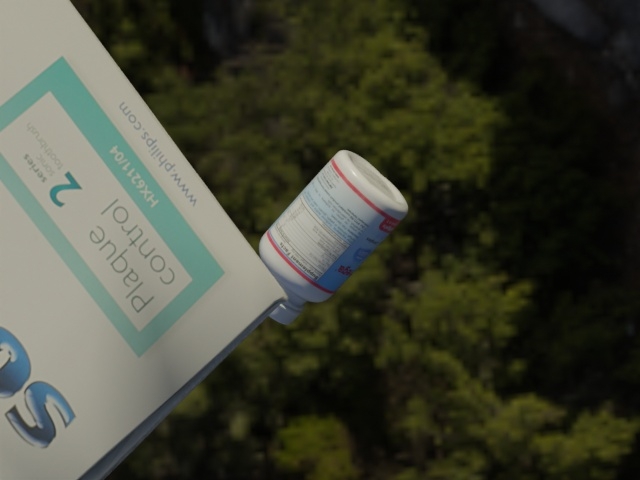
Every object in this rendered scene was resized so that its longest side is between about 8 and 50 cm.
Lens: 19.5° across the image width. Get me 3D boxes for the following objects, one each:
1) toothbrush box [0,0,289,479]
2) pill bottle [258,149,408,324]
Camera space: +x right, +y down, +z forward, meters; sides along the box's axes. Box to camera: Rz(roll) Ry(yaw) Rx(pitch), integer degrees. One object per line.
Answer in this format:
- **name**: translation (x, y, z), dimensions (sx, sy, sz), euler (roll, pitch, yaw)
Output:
- **toothbrush box**: translation (-0.183, -0.012, 0.548), dimensions (0.216, 0.126, 0.295), euler (54, 149, -13)
- **pill bottle**: translation (0.000, 0.000, 1.737), dimensions (0.160, 0.087, 0.087), euler (-48, 41, 13)
